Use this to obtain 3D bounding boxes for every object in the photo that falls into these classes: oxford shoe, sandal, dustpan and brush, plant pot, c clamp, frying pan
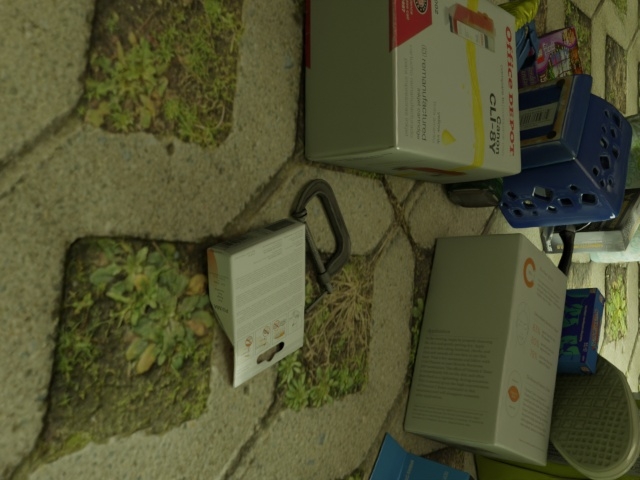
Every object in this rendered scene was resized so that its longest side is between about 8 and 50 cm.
[{"bbox_3d":[0.483,0.290,1.321,0.130,0.169,0.449,56,11,-18],"label":"oxford shoe"},{"bbox_3d":[0.356,-0.374,1.379,0.317,0.126,0.138,-38,121,-43],"label":"sandal"},{"bbox_3d":[0.512,-0.074,1.593,0.147,0.060,0.211,54,50,-34],"label":"dustpan and brush"},{"bbox_3d":[0.458,-0.182,1.408,0.212,0.235,0.236,42,57,-34],"label":"plant pot"},{"bbox_3d":[0.000,0.000,0.992,0.137,0.022,0.161,-37,116,-45],"label":"c clamp"},{"bbox_3d":[0.537,-0.055,1.522,0.053,0.197,0.326,26,101,-7],"label":"frying pan"}]

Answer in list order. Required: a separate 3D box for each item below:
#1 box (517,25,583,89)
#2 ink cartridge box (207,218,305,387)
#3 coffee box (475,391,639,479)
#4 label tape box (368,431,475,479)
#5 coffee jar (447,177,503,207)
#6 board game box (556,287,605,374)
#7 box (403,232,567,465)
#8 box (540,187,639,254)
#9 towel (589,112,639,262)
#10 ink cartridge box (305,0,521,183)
[{"bbox_3d":[0.537,-0.376,1.645,0.293,0.057,0.201,-32,111,-47],"label":"box"},{"bbox_3d":[-0.077,0.075,0.895,0.145,0.045,0.180,-24,125,-49],"label":"ink cartridge box"},{"bbox_3d":[0.542,0.509,1.376,0.334,0.338,0.338,-22,104,-49],"label":"coffee box"},{"bbox_3d":[0.181,0.497,1.119,0.334,0.105,0.241,53,50,-35],"label":"label tape box"},{"bbox_3d":[0.298,-0.156,1.310,0.079,0.096,0.185,37,61,-46],"label":"coffee jar"},{"bbox_3d":[0.419,0.172,1.343,0.047,0.210,0.160,45,52,-34],"label":"board game box"},{"bbox_3d":[0.295,0.188,1.228,0.215,0.168,0.346,33,64,-45],"label":"box"},{"bbox_3d":[0.645,-0.046,1.660,0.231,0.183,0.056,-41,119,-45],"label":"box"},{"bbox_3d":[0.801,-0.138,1.755,0.090,0.320,0.375,4,83,-23],"label":"towel"},{"bbox_3d":[0.157,-0.246,1.090,0.384,0.160,0.280,2,86,-51],"label":"ink cartridge box"}]
